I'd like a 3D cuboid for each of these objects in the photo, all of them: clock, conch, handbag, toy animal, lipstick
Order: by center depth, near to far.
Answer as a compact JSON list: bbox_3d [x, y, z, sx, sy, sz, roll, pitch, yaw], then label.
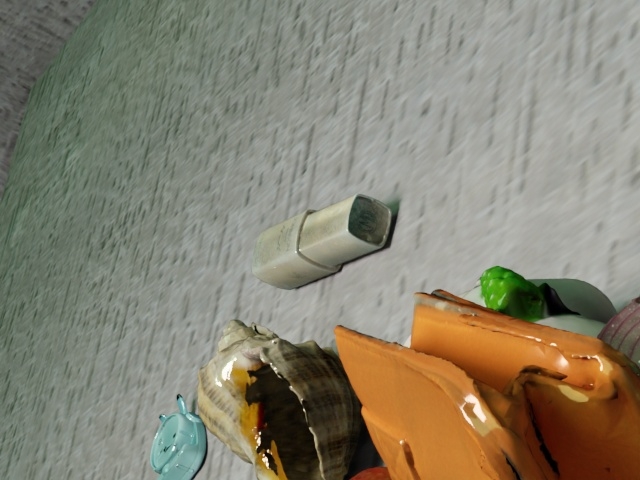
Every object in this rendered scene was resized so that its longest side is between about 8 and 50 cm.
[{"bbox_3d":[0.158,0.247,1.084,0.303,0.116,0.410,13,125,68],"label":"handbag"},{"bbox_3d":[0.183,0.126,1.346,0.213,0.212,0.267,-60,30,15],"label":"toy animal"},{"bbox_3d":[-0.026,0.201,1.804,0.291,0.159,0.210,52,135,20],"label":"conch"},{"bbox_3d":[0.000,0.000,2.020,0.253,0.077,0.079,-26,46,58],"label":"lipstick"},{"bbox_3d":[-0.211,0.297,2.244,0.108,0.045,0.147,-52,27,28],"label":"clock"}]

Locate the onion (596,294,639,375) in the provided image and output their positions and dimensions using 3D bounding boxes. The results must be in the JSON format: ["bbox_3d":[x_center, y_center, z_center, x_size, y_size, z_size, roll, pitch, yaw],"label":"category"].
[{"bbox_3d":[0.295,0.145,1.120,0.207,0.200,0.201,6,73,55],"label":"onion"}]

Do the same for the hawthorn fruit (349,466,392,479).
[{"bbox_3d":[0.067,0.337,1.420,0.253,0.205,0.205,-64,22,18],"label":"hawthorn fruit"}]
